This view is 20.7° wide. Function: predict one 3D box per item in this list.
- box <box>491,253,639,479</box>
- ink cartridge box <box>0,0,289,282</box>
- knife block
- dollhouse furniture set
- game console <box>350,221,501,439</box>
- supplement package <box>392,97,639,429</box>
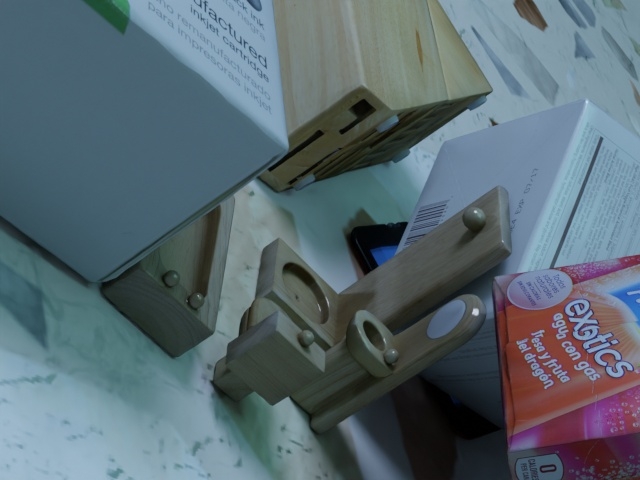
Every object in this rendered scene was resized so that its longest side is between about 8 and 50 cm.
[{"bbox_3d":[0.166,0.138,0.860,0.123,0.128,0.257,-89,168,-51],"label":"box"},{"bbox_3d":[-0.133,-0.158,0.808,0.211,0.121,0.289,39,29,-34],"label":"ink cartridge box"},{"bbox_3d":[-0.006,-0.164,1.095,0.242,0.088,0.275,57,24,5],"label":"knife block"},{"bbox_3d":[0.000,0.000,0.853,0.151,0.123,0.144,44,26,-24],"label":"dollhouse furniture set"},{"bbox_3d":[0.104,0.035,1.059,0.144,0.124,0.085,62,-2,12],"label":"game console"},{"bbox_3d":[0.171,0.052,0.987,0.244,0.134,0.139,35,67,-23],"label":"supplement package"}]
